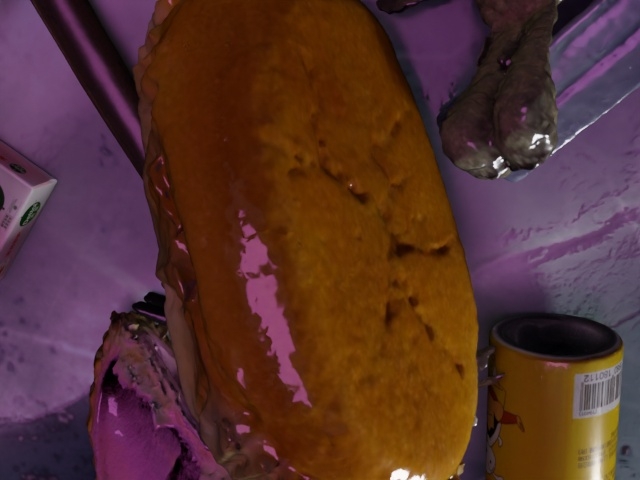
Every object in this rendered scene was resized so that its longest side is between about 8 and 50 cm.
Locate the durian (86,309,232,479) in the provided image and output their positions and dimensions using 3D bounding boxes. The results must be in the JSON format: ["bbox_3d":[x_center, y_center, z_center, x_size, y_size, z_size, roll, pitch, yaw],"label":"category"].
[{"bbox_3d":[-0.103,0.213,0.648,0.341,0.112,0.191,41,121,34],"label":"durian"}]

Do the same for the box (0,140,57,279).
[{"bbox_3d":[-0.314,-0.028,0.696,0.089,0.043,0.125,34,108,0],"label":"box"}]

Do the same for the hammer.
[{"bbox_3d":[-0.167,-0.118,0.648,0.168,0.044,0.439,-27,98,14],"label":"hammer"}]

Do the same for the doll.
[{"bbox_3d":[0.134,-0.176,0.465,0.091,0.285,0.202,26,123,-20],"label":"doll"}]

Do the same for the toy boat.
[{"bbox_3d":[0.204,-0.155,0.524,0.283,0.127,0.078,-41,97,17],"label":"toy boat"}]

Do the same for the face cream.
[{"bbox_3d":[0.192,0.242,0.643,0.105,0.105,0.348,0,105,10],"label":"face cream"}]

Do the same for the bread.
[{"bbox_3d":[-0.009,0.005,0.525,0.183,0.236,0.388,-24,87,53],"label":"bread"}]
